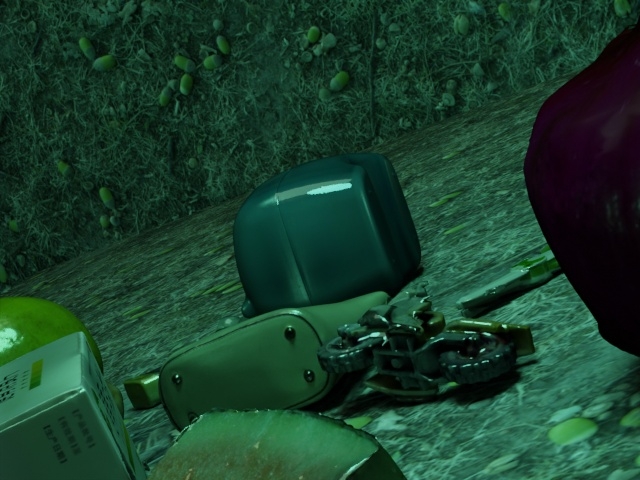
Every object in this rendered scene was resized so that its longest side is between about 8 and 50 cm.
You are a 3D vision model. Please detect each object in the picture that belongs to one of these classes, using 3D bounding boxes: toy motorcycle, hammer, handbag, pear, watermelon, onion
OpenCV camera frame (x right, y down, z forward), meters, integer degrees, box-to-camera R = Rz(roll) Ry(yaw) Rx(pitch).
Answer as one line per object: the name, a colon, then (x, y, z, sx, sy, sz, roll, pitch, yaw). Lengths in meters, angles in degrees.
toy motorcycle: (0.105, 0.092, 1.402, 0.229, 0.094, 0.130, 0, 19, 47)
hammer: (-0.145, 0.147, 1.902, 0.226, 0.041, 0.159, -29, 9, -35)
handbag: (-0.044, 0.114, 1.638, 0.241, 0.109, 0.315, -20, 5, 16)
pear: (-0.388, 0.174, 1.833, 0.212, 0.212, 0.269, -19, 0, 30)
watermelon: (-0.072, 0.232, 0.965, 0.256, 0.140, 0.193, -39, 20, -28)
onion: (0.329, -0.134, 1.099, 0.398, 0.420, 0.398, -18, 18, 6)

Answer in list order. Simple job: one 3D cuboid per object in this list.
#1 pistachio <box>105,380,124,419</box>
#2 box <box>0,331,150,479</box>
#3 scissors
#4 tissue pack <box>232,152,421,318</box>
pistachio: (-0.308, 0.220, 1.687, 0.185, 0.108, 0.126, -33, -13, -15)
box: (-0.240, 0.205, 1.340, 0.145, 0.173, 0.333, -24, 8, -7)
scissors: (0.233, 0.034, 1.624, 0.204, 0.027, 0.101, -25, 7, -22)
tissue pack: (0.000, 0.000, 1.863, 0.206, 0.198, 0.287, -17, 7, 12)
